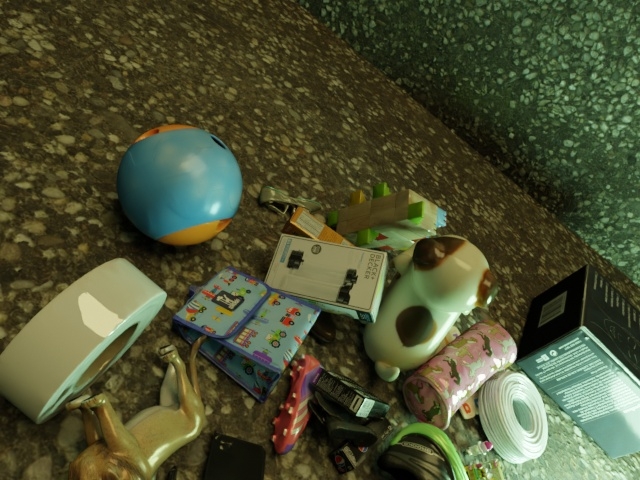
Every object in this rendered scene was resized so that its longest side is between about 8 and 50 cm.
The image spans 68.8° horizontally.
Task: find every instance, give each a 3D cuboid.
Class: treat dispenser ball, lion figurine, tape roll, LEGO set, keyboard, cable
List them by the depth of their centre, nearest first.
[{"bbox_3d":[-0.401,0.167,0.803,0.100,0.286,0.286,40,39,-2],"label":"tape roll"},{"bbox_3d":[-0.302,0.345,0.832,0.392,0.142,0.240,-27,95,-55],"label":"lion figurine"},{"bbox_3d":[-0.204,0.494,0.832,0.202,0.033,0.317,25,32,-16],"label":"keyboard"},{"bbox_3d":[-0.333,-0.131,1.121,0.288,0.288,0.288,22,43,-23],"label":"treat dispenser ball"},{"bbox_3d":[0.476,0.665,1.202,0.132,0.107,0.286,-5,58,-42],"label":"LEGO set"},{"bbox_3d":[0.586,0.528,1.411,0.257,0.089,0.257,-3,67,-42],"label":"cable"}]

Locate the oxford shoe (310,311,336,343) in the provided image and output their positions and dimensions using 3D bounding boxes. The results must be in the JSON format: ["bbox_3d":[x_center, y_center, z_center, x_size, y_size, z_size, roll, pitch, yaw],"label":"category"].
[{"bbox_3d":[-0.011,0.168,1.267,0.083,0.096,0.227,-4,59,-44],"label":"oxford shoe"}]

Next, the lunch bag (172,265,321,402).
[{"bbox_3d":[-0.185,0.192,1.102,0.293,0.138,0.221,31,40,6],"label":"lunch bag"}]

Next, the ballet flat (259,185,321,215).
[{"bbox_3d":[-0.097,-0.109,1.483,0.213,0.072,0.068,17,73,-26],"label":"ballet flat"}]

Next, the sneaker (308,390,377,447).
[{"bbox_3d":[0.053,0.402,1.047,0.170,0.051,0.089,29,19,-32],"label":"sneaker"}]

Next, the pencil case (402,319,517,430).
[{"bbox_3d":[0.398,0.372,1.323,0.386,0.160,0.167,-21,75,-38],"label":"pencil case"}]

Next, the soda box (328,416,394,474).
[{"bbox_3d":[0.099,0.476,1.103,0.169,0.060,0.053,-18,69,-47],"label":"soda box"}]

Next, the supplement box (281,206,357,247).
[{"bbox_3d":[0.000,0.000,1.435,0.233,0.078,0.080,37,54,-5],"label":"supplement box"}]

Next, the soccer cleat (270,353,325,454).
[{"bbox_3d":[-0.040,0.375,1.070,0.095,0.083,0.248,35,37,-16],"label":"soccer cleat"}]

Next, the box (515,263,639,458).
[{"bbox_3d":[1.035,0.424,1.729,0.472,0.297,0.480,45,39,5],"label":"box"}]

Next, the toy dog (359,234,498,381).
[{"bbox_3d":[0.272,0.146,1.253,0.285,0.407,0.395,39,38,9],"label":"toy dog"}]

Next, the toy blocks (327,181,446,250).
[{"bbox_3d":[0.245,-0.042,1.504,0.261,0.382,0.190,23,66,-38],"label":"toy blocks"}]

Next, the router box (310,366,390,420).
[{"bbox_3d":[0.074,0.360,1.088,0.133,0.046,0.179,26,-9,34],"label":"router box"}]

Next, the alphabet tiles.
[{"bbox_3d":[0.435,0.407,1.468,0.284,0.021,0.277,0,56,-40],"label":"alphabet tiles"}]

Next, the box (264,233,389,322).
[{"bbox_3d":[0.018,0.093,1.205,0.290,0.087,0.169,12,66,17],"label":"box"}]

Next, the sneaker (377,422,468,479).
[{"bbox_3d":[0.279,0.661,1.028,0.202,0.185,0.482,-17,62,-27],"label":"sneaker"}]
